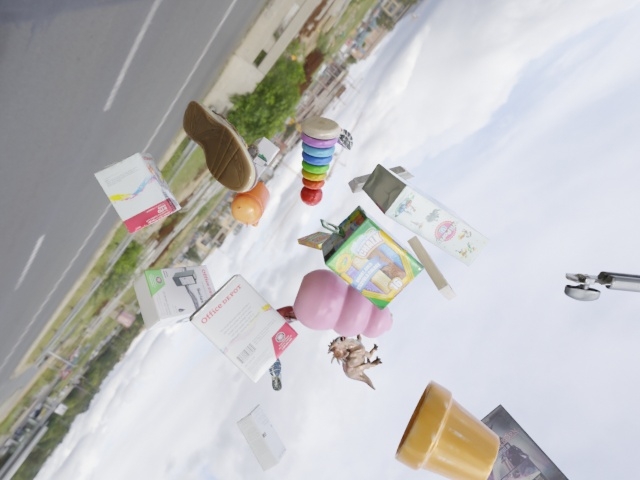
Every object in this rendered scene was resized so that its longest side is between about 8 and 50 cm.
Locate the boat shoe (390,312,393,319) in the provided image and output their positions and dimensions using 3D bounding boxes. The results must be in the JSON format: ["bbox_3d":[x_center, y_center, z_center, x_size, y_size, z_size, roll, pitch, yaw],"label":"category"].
[{"bbox_3d":[0.281,0.351,2.103,0.066,0.184,0.063,-58,166,-21],"label":"boat shoe"}]

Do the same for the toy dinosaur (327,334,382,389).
[{"bbox_3d":[0.124,0.473,1.663,0.200,0.296,0.127,-22,-164,-27],"label":"toy dinosaur"}]

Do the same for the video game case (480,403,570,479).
[{"bbox_3d":[0.565,0.663,1.244,0.196,0.026,0.274,-37,-122,-5],"label":"video game case"}]

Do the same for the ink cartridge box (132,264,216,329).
[{"bbox_3d":[-0.547,0.212,1.619,0.114,0.199,0.272,-35,161,34],"label":"ink cartridge box"}]

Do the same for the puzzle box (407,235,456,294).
[{"bbox_3d":[0.544,0.143,2.024,0.052,0.272,0.409,-34,157,12],"label":"puzzle box"}]

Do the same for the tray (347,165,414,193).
[{"bbox_3d":[0.256,-0.271,1.811,0.270,0.030,0.145,-15,-154,1],"label":"tray"}]

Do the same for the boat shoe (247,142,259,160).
[{"bbox_3d":[-0.299,-0.296,1.593,0.190,0.068,0.072,-36,-157,17],"label":"boat shoe"}]

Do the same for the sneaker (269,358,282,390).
[{"bbox_3d":[-0.180,0.533,1.693,0.058,0.052,0.136,-121,-149,-86],"label":"sneaker"}]

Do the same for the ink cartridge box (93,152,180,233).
[{"bbox_3d":[-0.482,-0.130,1.120,0.127,0.176,0.128,-28,-167,-3],"label":"ink cartridge box"}]

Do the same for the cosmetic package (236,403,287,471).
[{"bbox_3d":[-0.246,0.829,1.770,0.085,0.231,0.117,-36,173,12],"label":"cosmetic package"}]

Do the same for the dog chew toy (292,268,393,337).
[{"bbox_3d":[0.080,0.225,1.396,0.206,0.331,0.207,-160,-90,-90],"label":"dog chew toy"}]

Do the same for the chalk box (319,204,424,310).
[{"bbox_3d":[0.121,0.024,1.217,0.179,0.289,0.180,-46,-165,11],"label":"chalk box"}]

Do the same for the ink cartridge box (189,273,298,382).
[{"bbox_3d":[-0.264,0.298,1.451,0.226,0.306,0.131,-45,-171,-18],"label":"ink cartridge box"}]

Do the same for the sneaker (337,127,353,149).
[{"bbox_3d":[0.067,-0.439,1.751,0.071,0.169,0.068,-7,-128,56],"label":"sneaker"}]

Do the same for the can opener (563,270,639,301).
[{"bbox_3d":[0.920,0.150,1.340,0.076,0.283,0.095,-88,-176,-72],"label":"can opener"}]

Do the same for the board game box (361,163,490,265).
[{"bbox_3d":[0.283,-0.076,1.158,0.098,0.303,0.224,-57,-159,16],"label":"board game box"}]

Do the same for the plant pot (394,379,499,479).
[{"bbox_3d":[0.305,0.472,0.994,0.205,0.187,0.205,-54,160,-29],"label":"plant pot"}]

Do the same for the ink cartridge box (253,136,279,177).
[{"bbox_3d":[-0.293,-0.338,1.836,0.219,0.092,0.160,-55,-158,-6],"label":"ink cartridge box"}]

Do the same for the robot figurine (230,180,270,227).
[{"bbox_3d":[-0.269,-0.147,1.603,0.158,0.128,0.219,-58,-169,37],"label":"robot figurine"}]

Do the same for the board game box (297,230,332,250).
[{"bbox_3d":[0.000,0.000,1.918,0.124,0.039,0.259,-20,-163,-23],"label":"board game box"}]

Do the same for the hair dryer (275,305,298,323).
[{"bbox_3d":[-0.122,0.303,1.736,0.293,0.080,0.223,-17,170,7],"label":"hair dryer"}]

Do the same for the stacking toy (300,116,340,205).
[{"bbox_3d":[-0.017,-0.277,1.547,0.141,0.141,0.331,-72,173,-52],"label":"stacking toy"}]

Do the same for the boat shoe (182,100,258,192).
[{"bbox_3d":[-0.241,-0.247,1.106,0.342,0.123,0.123,47,-63,31],"label":"boat shoe"}]
